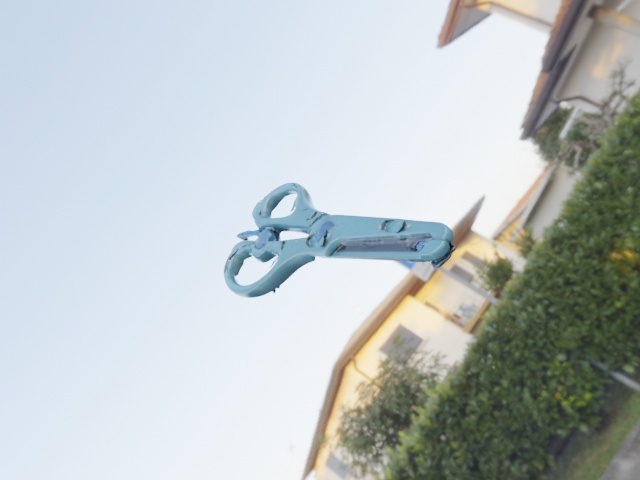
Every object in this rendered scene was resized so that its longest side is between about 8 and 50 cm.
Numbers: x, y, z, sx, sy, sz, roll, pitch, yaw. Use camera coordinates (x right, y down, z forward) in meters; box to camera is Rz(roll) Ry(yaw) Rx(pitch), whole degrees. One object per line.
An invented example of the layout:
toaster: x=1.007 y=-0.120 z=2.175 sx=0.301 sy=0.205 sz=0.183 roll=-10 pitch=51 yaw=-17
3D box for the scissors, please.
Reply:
scissors: x=0.000 y=0.000 z=0.692 sx=0.032 sy=0.393 sz=0.180 roll=35 pitch=-109 yaw=-35
